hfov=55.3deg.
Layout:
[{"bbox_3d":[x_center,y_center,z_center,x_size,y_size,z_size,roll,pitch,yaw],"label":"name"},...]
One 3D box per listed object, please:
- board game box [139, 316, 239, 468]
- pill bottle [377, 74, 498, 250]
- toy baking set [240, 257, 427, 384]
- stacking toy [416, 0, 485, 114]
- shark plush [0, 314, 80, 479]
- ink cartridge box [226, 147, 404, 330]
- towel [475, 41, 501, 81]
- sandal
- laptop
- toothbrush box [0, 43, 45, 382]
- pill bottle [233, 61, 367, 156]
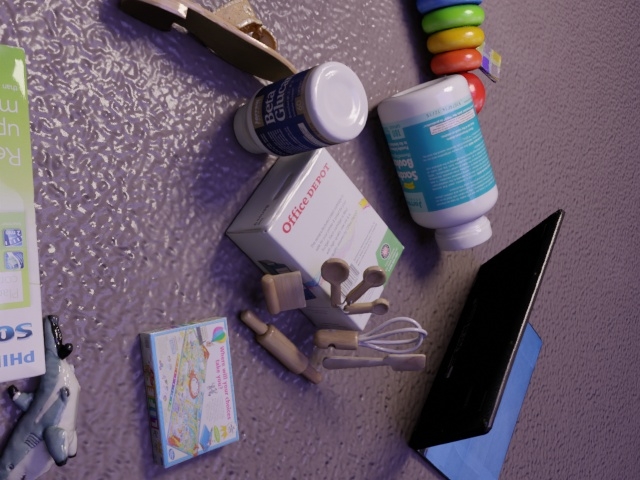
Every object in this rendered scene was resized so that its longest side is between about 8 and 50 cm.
[{"bbox_3d":[-0.153,0.175,0.726,0.104,0.026,0.154,-7,92,-43],"label":"board game box"},{"bbox_3d":[0.197,-0.119,0.985,0.146,0.146,0.263,-32,108,-39],"label":"pill bottle"},{"bbox_3d":[0.026,0.123,0.800,0.256,0.197,0.030,53,23,-31],"label":"toy baking set"},{"bbox_3d":[0.226,-0.370,1.048,0.141,0.141,0.329,-16,103,-42],"label":"stacking toy"},{"bbox_3d":[-0.275,0.156,0.600,0.067,0.073,0.161,4,89,-12],"label":"shark plush"},{"bbox_3d":[0.000,0.000,0.834,0.212,0.093,0.154,49,57,-31],"label":"ink cartridge box"},{"bbox_3d":[0.335,-0.360,1.221,0.083,0.009,0.060,24,73,-39],"label":"towel"},{"bbox_3d":[-0.116,-0.274,0.748,0.240,0.088,0.079,16,82,-36],"label":"sandal"},{"bbox_3d":[0.339,0.227,1.043,0.237,0.408,0.381,29,63,-1],"label":"laptop"},{"bbox_3d":[-0.354,-0.018,0.492,0.206,0.122,0.282,-3,90,-42],"label":"toothbrush box"},{"bbox_3d":[-0.032,-0.155,0.761,0.094,0.170,0.094,4,83,-42],"label":"pill bottle"}]
